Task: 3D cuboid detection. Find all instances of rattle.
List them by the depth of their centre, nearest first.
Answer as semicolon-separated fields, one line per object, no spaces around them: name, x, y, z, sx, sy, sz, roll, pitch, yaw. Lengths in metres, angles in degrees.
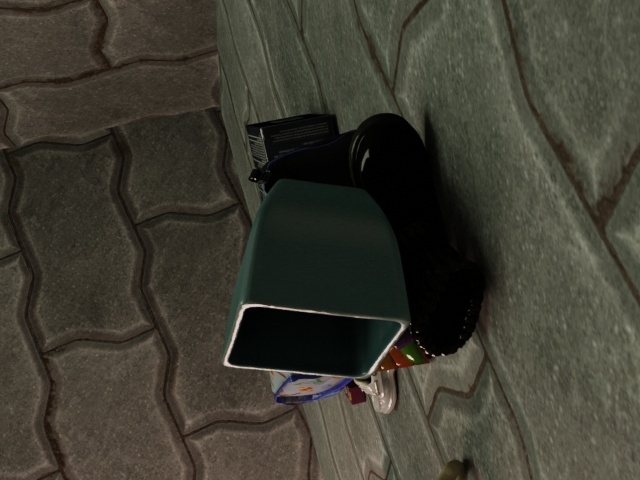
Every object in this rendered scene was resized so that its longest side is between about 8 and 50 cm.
rattle;0.276;0.495;1.723;0.199;0.143;0.130;66;-143;-58

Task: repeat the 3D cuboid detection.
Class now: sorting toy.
sorting toy;0.113;0.201;1.679;0.127;0.126;0.365;57;-178;13

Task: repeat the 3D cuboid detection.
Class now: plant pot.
plant pot;-0.014;0.049;1.429;0.248;0.247;0.252;113;160;-58

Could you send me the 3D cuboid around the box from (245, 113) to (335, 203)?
box;-0.057;-0.156;2.262;0.296;0.183;0.293;-141;41;-76

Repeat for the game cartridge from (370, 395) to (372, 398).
game cartridge;0.132;0.369;2.370;0.056;0.017;0.083;-119;19;-45

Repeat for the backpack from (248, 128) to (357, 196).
backpack;0.023;-0.061;1.800;0.213;0.277;0.263;151;99;-84

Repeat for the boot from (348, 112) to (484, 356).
boot;0.155;-0.014;1.463;0.260;0.131;0.347;-117;11;-64

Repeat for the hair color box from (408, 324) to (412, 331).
hair color box;0.142;0.139;1.932;0.167;0.053;0.093;-159;58;-76

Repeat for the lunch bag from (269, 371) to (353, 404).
lunch bag;-0.045;0.264;2.512;0.385;0.239;0.327;124;141;-64

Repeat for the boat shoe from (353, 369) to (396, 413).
boat shoe;0.121;0.309;2.124;0.098;0.096;0.277;-115;16;-46

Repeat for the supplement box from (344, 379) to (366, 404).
supplement box;0.093;0.415;2.549;0.083;0.043;0.054;-135;35;-70
